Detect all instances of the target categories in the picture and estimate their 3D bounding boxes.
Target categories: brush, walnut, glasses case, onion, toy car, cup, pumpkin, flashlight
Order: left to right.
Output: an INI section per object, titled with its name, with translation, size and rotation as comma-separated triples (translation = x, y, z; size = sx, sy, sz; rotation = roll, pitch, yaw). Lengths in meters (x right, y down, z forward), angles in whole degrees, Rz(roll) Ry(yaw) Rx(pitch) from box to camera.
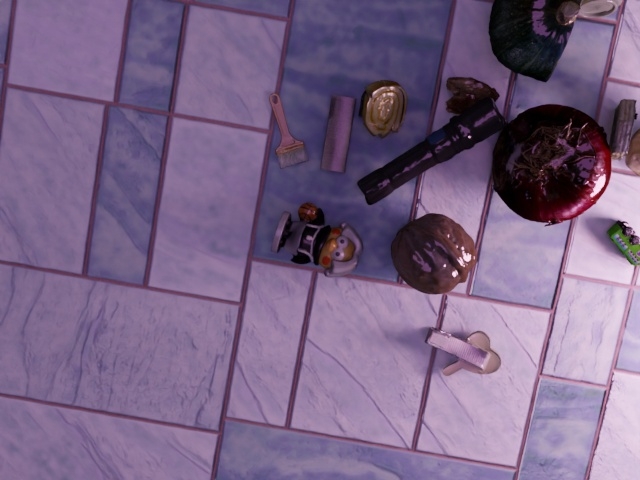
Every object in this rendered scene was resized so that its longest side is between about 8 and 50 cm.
[brush]
translation = -0.101, -0.305, 1.831
size = 0.083, 0.011, 0.205
rotation = -17, 95, 4
[glasses case]
translation = 0.049, -0.289, 1.812
size = 0.071, 0.047, 0.204
rotation = 9, 97, 1
[flashlight]
translation = 0.286, -0.226, 1.758
size = 0.424, 0.103, 0.103
rotation = -32, 95, 14
[walnut]
translation = 0.302, 0.038, 1.775
size = 0.224, 0.224, 0.224
rotation = 0, 97, 1
[pumpkin]
translation = 0.529, -0.566, 1.667
size = 0.197, 0.263, 0.292
rotation = 16, 96, 5
[onion]
translation = 0.597, -0.193, 1.730
size = 0.314, 0.232, 0.313
rotation = 0, 90, 34
[cup]
translation = 0.722, -0.665, 1.729
size = 0.120, 0.120, 0.141
rotation = 6, 84, 0
[toy car]
translation = 0.857, 0.021, 1.826
size = 0.062, 0.071, 0.165
rotation = -39, 95, 20

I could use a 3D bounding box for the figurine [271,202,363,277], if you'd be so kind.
[figurine]
translation = 0.000, 0.000, 1.807
size = 0.236, 0.133, 0.176
rotation = 20, 84, 4

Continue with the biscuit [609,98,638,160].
[biscuit]
translation = 0.772, -0.282, 1.705
size = 0.046, 0.250, 0.147
rotation = 11, 98, 19

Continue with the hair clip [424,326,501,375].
[hair clip]
translation = 0.397, 0.317, 1.867
size = 0.219, 0.071, 0.159
rotation = 23, 99, 4

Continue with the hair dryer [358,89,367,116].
[hair dryer]
translation = 0.148, -0.368, 1.814
size = 0.083, 0.031, 0.079
rotation = 13, 108, -9

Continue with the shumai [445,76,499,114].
[shumai]
translation = 0.404, -0.383, 1.763
size = 0.139, 0.123, 0.105
rotation = -8, 108, -12

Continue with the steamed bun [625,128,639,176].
[steamed bun]
translation = 0.911, -0.230, 1.728
size = 0.172, 0.155, 0.140
rotation = 25, 80, -20

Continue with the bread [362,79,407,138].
[bread]
translation = 0.169, -0.350, 1.781
size = 0.118, 0.064, 0.156
rotation = 3, 113, -15
